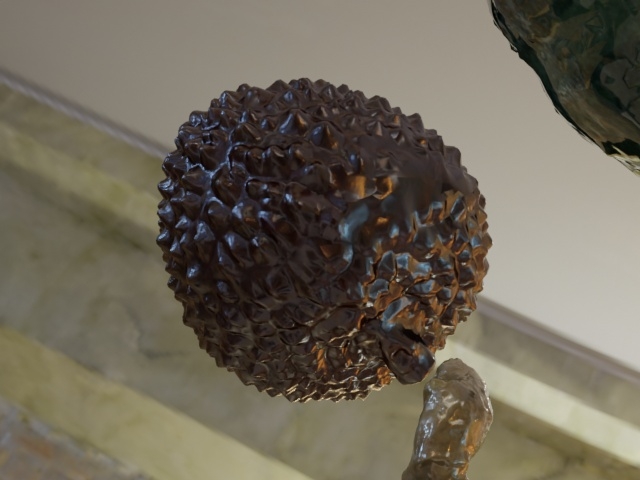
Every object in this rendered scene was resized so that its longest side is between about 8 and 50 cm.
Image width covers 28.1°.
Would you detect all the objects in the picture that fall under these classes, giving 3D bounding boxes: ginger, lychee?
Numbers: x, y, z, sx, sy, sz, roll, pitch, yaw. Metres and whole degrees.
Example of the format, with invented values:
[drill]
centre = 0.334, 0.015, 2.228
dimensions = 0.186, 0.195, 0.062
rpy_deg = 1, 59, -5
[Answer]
[ginger]
centre = 0.088, 0.177, 0.746
dimensions = 0.065, 0.258, 0.149
rpy_deg = -24, -65, 18
[lychee]
centre = 0.000, 0.000, 1.183
dimensions = 0.330, 0.306, 0.306
rpy_deg = 53, -25, 30

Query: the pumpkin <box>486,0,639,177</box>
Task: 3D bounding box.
[pumpkin]
centre = 0.169, -0.163, 0.436
dimensions = 0.197, 0.293, 0.263
rpy_deg = 38, -8, -1
